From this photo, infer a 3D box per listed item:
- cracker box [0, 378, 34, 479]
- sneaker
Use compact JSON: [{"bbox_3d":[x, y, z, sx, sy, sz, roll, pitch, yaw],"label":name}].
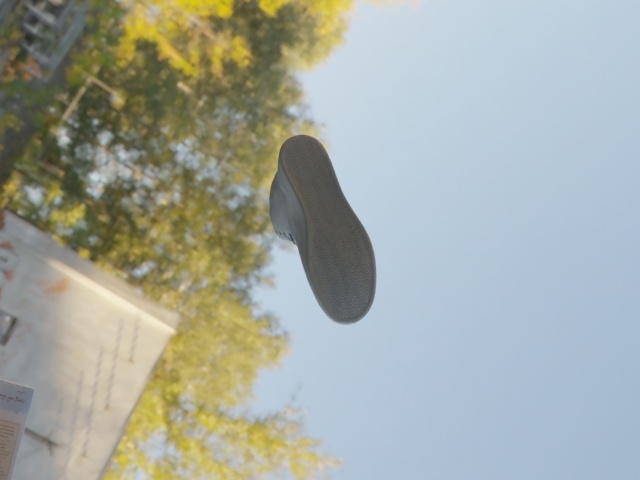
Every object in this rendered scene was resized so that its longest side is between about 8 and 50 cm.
[{"bbox_3d":[-0.497,0.293,1.485,0.067,0.156,0.232,-9,-116,47],"label":"cracker box"},{"bbox_3d":[0.000,0.000,1.677,0.169,0.108,0.292,122,-47,-71],"label":"sneaker"}]
